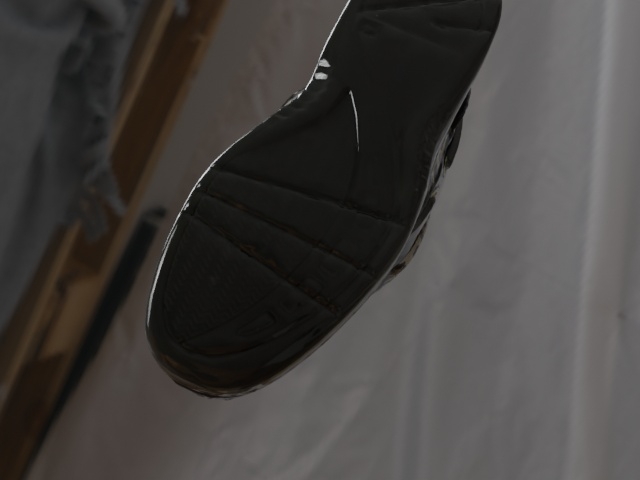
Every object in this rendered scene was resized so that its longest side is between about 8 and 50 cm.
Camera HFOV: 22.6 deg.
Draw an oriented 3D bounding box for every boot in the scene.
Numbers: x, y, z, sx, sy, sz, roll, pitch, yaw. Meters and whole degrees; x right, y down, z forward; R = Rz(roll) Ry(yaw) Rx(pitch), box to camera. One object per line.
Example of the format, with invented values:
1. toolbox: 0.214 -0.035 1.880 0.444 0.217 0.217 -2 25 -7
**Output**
1. boot: 0.002 0.000 0.730 0.085 0.178 0.236 28 63 9
